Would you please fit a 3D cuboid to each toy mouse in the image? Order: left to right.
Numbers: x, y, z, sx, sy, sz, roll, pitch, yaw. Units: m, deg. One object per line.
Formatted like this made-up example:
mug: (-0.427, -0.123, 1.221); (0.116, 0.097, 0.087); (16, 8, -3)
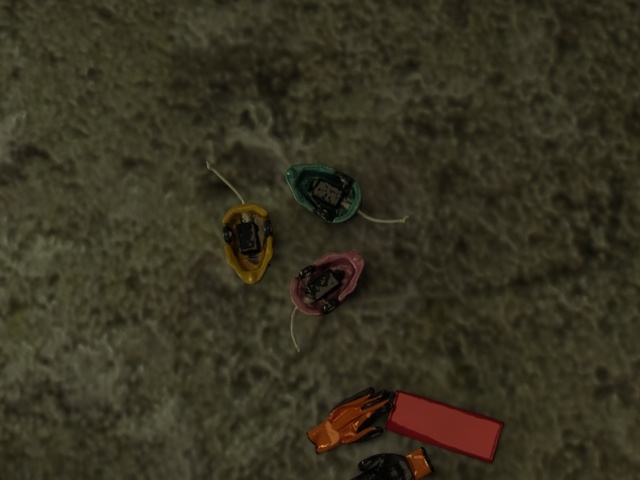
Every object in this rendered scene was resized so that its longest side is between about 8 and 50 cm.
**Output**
toy mouse: (0.000, 0.000, 1.280); (0.143, 0.031, 0.161); (-15, 76, 7)

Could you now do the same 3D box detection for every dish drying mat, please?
dish drying mat: (0.091, 0.137, 1.246); (0.083, 0.008, 0.032); (16, 82, 12)

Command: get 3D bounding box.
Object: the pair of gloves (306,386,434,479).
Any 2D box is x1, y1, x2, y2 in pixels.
pair of gloves: (0.037, 0.154, 1.247); (0.074, 0.010, 0.083); (-33, 76, 12)
